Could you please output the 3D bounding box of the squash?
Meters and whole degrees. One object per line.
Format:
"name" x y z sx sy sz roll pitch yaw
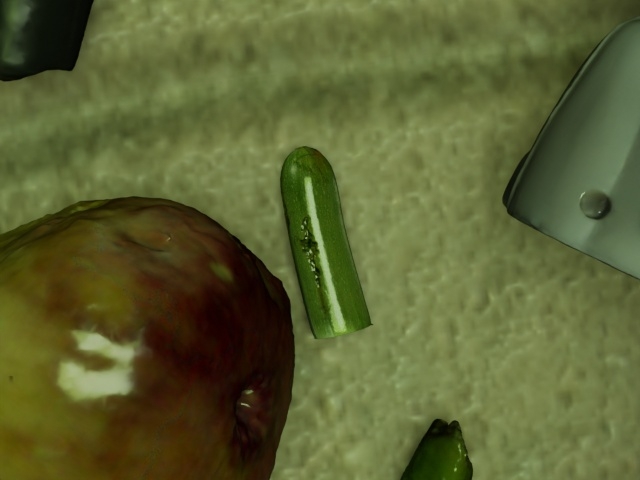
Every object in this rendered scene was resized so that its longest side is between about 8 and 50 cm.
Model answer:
"squash" 0.000 0.000 0.678 0.027 0.027 0.083 -14 90 -2

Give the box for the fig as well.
"fig" -0.139 0.063 0.633 0.257 0.159 0.159 -5 92 17

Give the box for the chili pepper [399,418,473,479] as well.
"chili pepper" 0.023 0.171 0.670 0.050 0.052 0.202 26 88 -32

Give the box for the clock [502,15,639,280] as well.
"clock" 0.202 -0.085 0.611 0.189 0.189 0.254 23 91 -3

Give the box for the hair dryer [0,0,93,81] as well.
"hair dryer" -0.210 -0.254 0.650 0.359 0.120 0.304 19 105 8
